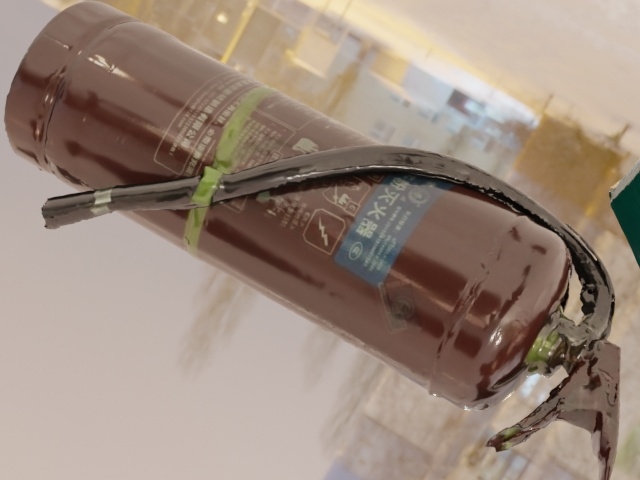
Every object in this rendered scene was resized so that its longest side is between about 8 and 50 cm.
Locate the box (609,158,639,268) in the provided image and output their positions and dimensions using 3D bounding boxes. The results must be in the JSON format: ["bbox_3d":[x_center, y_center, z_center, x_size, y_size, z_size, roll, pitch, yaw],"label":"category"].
[{"bbox_3d":[0.155,-0.012,0.246,0.245,0.153,0.092,21,-133,-81],"label":"box"}]

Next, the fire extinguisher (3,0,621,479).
[{"bbox_3d":[0.000,0.000,0.574,0.341,0.141,0.105,29,147,18],"label":"fire extinguisher"}]
